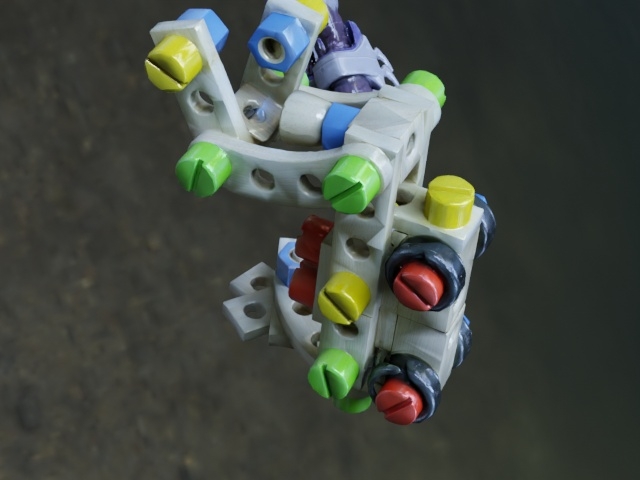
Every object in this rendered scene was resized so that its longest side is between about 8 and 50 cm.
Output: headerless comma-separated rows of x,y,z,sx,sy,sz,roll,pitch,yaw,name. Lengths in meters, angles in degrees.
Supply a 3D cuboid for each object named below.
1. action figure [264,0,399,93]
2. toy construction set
-0.025,-0.229,1.459,0.099,0.185,0.285,-26,92,-40,action figure
0.000,0.000,1.052,0.327,0.215,0.151,87,28,-55,toy construction set
